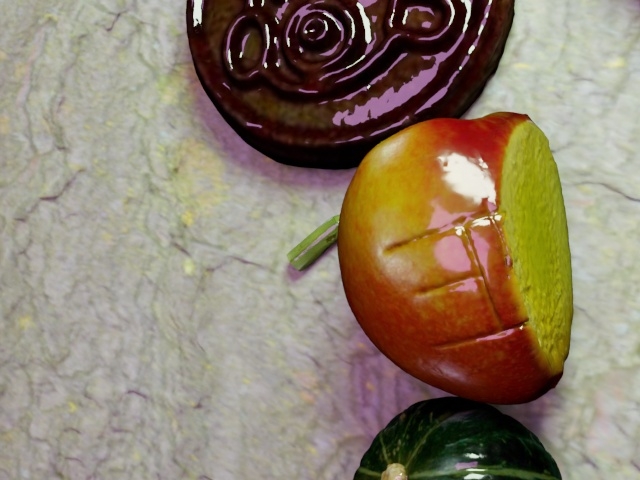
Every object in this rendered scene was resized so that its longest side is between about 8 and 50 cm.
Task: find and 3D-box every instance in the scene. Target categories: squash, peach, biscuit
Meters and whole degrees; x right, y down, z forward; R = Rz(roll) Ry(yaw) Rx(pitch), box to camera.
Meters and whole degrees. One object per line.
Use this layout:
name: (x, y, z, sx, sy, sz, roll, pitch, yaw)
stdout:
squash: (0.000, 0.000, 1.000, 0.083, 0.027, 0.027, -41, 69, 12)
peach: (0.137, 0.026, 0.836, 0.245, 0.249, 0.274, -31, 68, 52)
biscuit: (0.022, -0.284, 1.005, 0.407, 0.091, 0.407, -4, 80, 21)
squash: (0.126, 0.253, 0.821, 0.172, 0.218, 0.218, 35, 96, -15)
